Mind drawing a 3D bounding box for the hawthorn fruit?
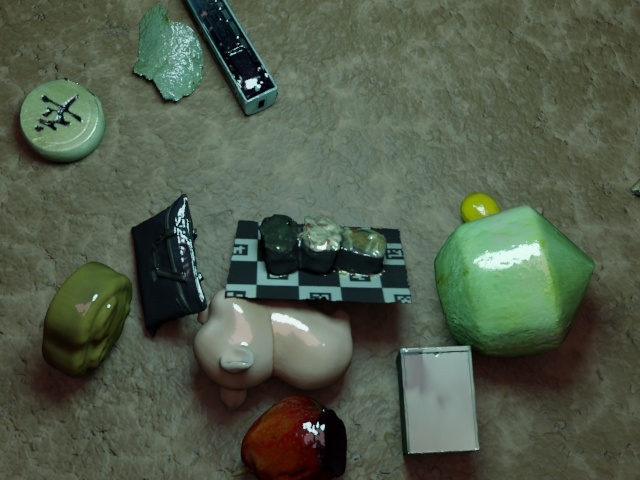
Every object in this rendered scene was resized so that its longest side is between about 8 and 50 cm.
[{"bbox_3d":[-0.064,0.421,1.660,0.251,0.189,0.190,-32,78,9],"label":"hawthorn fruit"}]

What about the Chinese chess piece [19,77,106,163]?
[{"bbox_3d":[-0.579,-0.269,1.866,0.188,0.083,0.189,1,75,-5],"label":"Chinese chess piece"}]

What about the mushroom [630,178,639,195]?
[{"bbox_3d":[0.824,-0.131,1.908,0.209,0.072,0.094,12,65,1],"label":"mushroom"}]

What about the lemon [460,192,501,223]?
[{"bbox_3d":[0.362,-0.058,1.859,0.082,0.082,0.111,-39,73,-12],"label":"lemon"}]

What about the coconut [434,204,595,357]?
[{"bbox_3d":[0.405,0.084,1.718,0.328,0.281,0.329,-12,49,14],"label":"coconut"}]

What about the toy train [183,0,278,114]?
[{"bbox_3d":[-0.231,-0.485,1.940,0.086,0.088,0.407,-27,77,-12],"label":"toy train"}]

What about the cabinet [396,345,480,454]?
[{"bbox_3d":[0.238,0.332,1.706,0.144,0.150,0.206,-3,75,1],"label":"cabinet"}]

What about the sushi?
[{"bbox_3d":[0.000,0.000,1.722,0.372,0.100,0.296,3,32,-2],"label":"sushi"}]

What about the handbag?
[{"bbox_3d":[-0.319,0.052,1.745,0.088,0.211,0.255,2,68,-44],"label":"handbag"}]

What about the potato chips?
[{"bbox_3d":[-0.365,-0.440,1.938,0.228,0.059,0.167,44,86,9],"label":"potato chips"}]

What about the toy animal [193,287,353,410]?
[{"bbox_3d":[-0.100,0.211,1.703,0.326,0.237,0.269,27,57,4],"label":"toy animal"}]

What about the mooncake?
[{"bbox_3d":[-0.464,0.154,1.690,0.117,0.235,0.235,25,75,8],"label":"mooncake"}]
